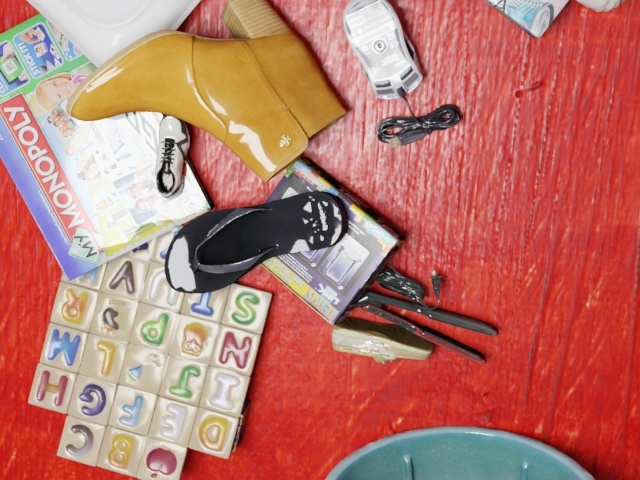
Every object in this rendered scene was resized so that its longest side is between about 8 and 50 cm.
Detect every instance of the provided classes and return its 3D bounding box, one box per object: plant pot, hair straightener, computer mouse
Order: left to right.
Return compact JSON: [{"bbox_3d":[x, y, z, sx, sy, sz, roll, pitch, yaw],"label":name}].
[{"bbox_3d":[0.091,-0.214,1.140,0.106,0.042,0.193,-21,104,17],"label":"computer mouse"},{"bbox_3d":[0.126,0.075,1.201,0.230,0.047,0.089,24,99,7],"label":"hair straightener"},{"bbox_3d":[0.172,0.463,1.143,0.340,0.341,0.334,0,110,8],"label":"plant pot"}]

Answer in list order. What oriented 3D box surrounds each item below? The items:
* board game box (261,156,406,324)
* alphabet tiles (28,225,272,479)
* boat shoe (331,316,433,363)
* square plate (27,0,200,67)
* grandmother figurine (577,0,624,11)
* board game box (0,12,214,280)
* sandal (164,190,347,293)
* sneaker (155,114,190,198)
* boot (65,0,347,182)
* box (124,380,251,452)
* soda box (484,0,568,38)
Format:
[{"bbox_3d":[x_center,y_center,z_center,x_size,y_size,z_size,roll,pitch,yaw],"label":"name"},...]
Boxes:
[{"bbox_3d":[0.000,0.000,1.177,0.170,0.048,0.141,41,106,12],"label":"board game box"},{"bbox_3d":[-0.229,0.145,1.235,0.285,0.011,0.343,15,90,5],"label":"alphabet tiles"},{"bbox_3d":[0.080,0.137,1.215,0.135,0.050,0.045,14,114,9],"label":"boat shoe"},{"bbox_3d":[-0.255,-0.422,1.093,0.344,0.049,0.347,42,99,-8],"label":"square plate"},{"bbox_3d":[0.395,-0.409,1.025,0.207,0.104,0.342,38,102,8],"label":"grandmother figurine"},{"bbox_3d":[-0.304,-0.135,1.194,0.213,0.046,0.317,-27,97,3],"label":"board game box"},{"bbox_3d":[-0.093,-0.004,1.153,0.254,0.054,0.097,-21,87,20],"label":"sandal"},{"bbox_3d":[-0.186,-0.105,1.154,0.040,0.044,0.109,1,96,2],"label":"sneaker"},{"bbox_3d":[-0.129,-0.155,1.108,0.295,0.104,0.211,-32,87,-14],"label":"boot"},{"bbox_3d":[-0.186,0.233,1.268,0.168,0.054,0.059,15,104,5],"label":"box"},{"bbox_3d":[0.204,-0.317,1.091,0.183,0.058,0.063,37,104,0],"label":"soda box"}]
